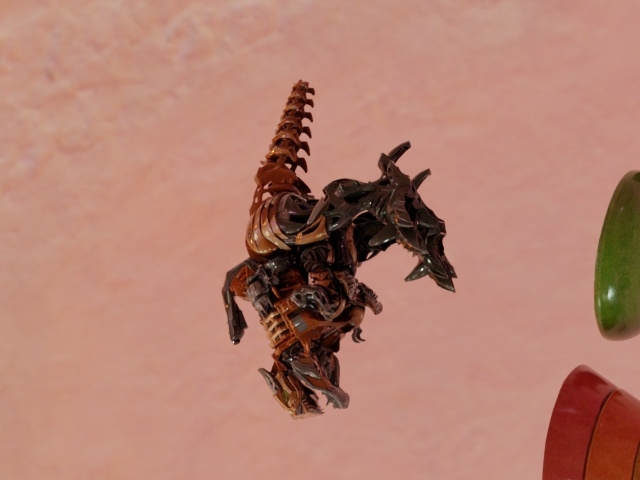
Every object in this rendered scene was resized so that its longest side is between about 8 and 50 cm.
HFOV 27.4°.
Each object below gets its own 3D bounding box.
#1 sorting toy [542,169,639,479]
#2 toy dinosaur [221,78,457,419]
[{"bbox_3d":[0.263,0.042,0.930,0.126,0.127,0.366,10,72,29],"label":"sorting toy"},{"bbox_3d":[0.000,0.000,1.256,0.218,0.164,0.322,-13,91,16],"label":"toy dinosaur"}]
